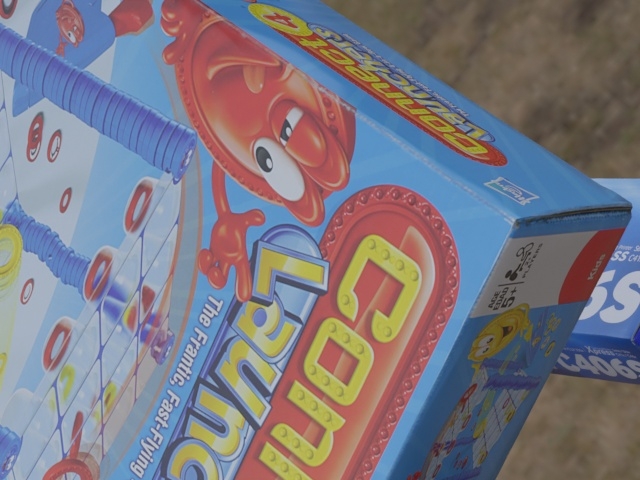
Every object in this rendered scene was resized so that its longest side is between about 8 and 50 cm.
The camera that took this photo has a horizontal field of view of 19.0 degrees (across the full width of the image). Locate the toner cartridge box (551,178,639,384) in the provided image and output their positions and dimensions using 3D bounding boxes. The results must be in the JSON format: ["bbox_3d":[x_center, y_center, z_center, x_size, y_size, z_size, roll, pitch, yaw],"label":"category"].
[{"bbox_3d":[0.212,0.030,1.675,0.348,0.075,0.165,2,53,56],"label":"toner cartridge box"}]

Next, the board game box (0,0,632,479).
[{"bbox_3d":[-0.073,0.041,0.787,0.302,0.086,0.308,36,113,30],"label":"board game box"}]
